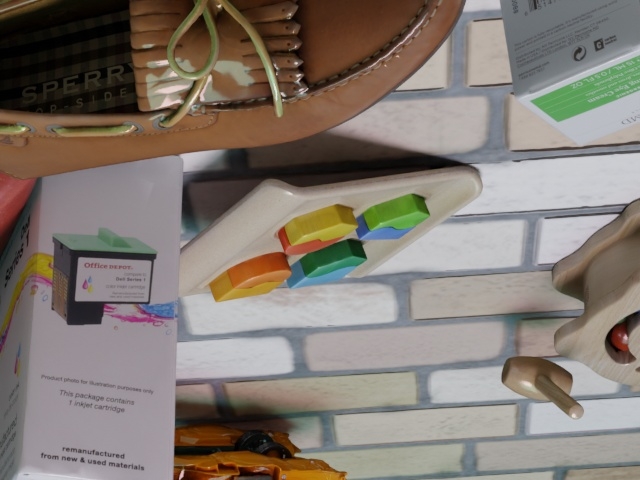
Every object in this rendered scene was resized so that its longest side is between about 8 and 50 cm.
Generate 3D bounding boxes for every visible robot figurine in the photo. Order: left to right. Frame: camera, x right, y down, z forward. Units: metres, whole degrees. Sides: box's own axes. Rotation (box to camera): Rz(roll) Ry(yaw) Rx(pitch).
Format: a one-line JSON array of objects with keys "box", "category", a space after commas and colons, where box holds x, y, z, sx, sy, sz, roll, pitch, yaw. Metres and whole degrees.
[{"box": [-0.134, 0.233, 1.896, 0.291, 0.085, 0.211, 1, -169, -27], "category": "robot figurine"}]

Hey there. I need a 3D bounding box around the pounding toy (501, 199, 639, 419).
[{"box": [0.282, 0.088, 1.668, 0.154, 0.155, 0.269, 14, 149, -21], "category": "pounding toy"}]

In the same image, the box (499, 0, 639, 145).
[{"box": [0.184, -0.134, 1.287, 0.101, 0.102, 0.087, -22, 149, 30], "category": "box"}]

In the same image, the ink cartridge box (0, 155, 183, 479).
[{"box": [-0.187, 0.089, 1.496, 0.117, 0.278, 0.201, 10, 150, -17], "category": "ink cartridge box"}]

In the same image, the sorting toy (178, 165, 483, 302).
[{"box": [0.000, 0.000, 1.548, 0.208, 0.038, 0.193, -4, 158, -38], "category": "sorting toy"}]

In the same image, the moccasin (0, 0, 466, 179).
[{"box": [-0.089, -0.135, 1.244, 0.380, 0.139, 0.147, -6, 163, 26], "category": "moccasin"}]

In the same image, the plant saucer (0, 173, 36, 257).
[{"box": [-0.357, -0.017, 1.447, 0.259, 0.048, 0.258, 14, 151, -14], "category": "plant saucer"}]
